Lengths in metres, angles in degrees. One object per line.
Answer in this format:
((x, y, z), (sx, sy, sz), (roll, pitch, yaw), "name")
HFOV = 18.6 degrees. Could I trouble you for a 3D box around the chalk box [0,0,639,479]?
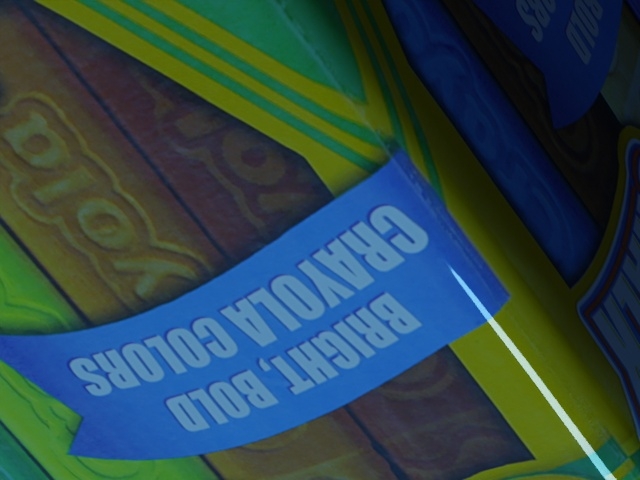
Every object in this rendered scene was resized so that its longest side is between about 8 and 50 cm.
((0.000, 0.000, 0.487), (0.180, 0.179, 0.289), (-24, 116, 32), "chalk box")
